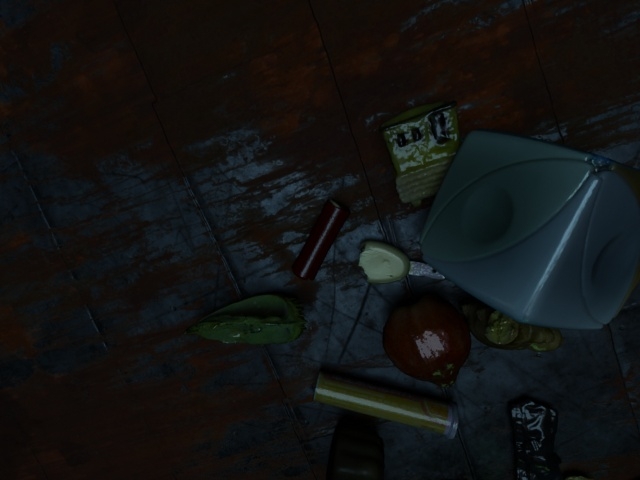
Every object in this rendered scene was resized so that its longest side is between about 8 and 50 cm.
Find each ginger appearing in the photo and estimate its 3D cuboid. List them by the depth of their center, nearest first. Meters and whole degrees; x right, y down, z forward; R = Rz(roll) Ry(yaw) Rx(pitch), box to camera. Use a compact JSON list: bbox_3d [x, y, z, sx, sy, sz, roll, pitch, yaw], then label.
[{"bbox_3d":[0.480,0.237,1.048,0.236,0.375,0.166,38,102,6],"label":"ginger"}]

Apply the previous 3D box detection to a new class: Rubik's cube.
[{"bbox_3d":[0.483,-0.029,0.940,0.352,0.351,0.347,8,109,-33],"label":"Rubik's cube"}]

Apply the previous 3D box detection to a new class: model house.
[{"bbox_3d":[0.270,-0.219,1.085,0.194,0.174,0.234,-18,110,10],"label":"model house"}]

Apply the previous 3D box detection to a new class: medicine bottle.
[{"bbox_3d":[0.191,0.494,1.276,0.427,0.108,0.108,12,104,4],"label":"medicine bottle"}]

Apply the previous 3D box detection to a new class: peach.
[{"bbox_3d":[0.297,0.284,1.151,0.233,0.232,0.256,-21,81,11],"label":"peach"}]

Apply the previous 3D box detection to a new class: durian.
[{"bbox_3d":[-0.214,0.258,1.226,0.395,0.198,0.163,-5,104,10],"label":"durian"}]

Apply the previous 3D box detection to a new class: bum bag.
[{"bbox_3d":[0.650,0.620,1.268,0.137,0.074,0.309,-7,100,12],"label":"bum bag"}]

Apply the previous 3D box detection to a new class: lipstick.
[{"bbox_3d":[0.000,0.000,1.200,0.080,0.080,0.241,28,106,0],"label":"lipstick"}]

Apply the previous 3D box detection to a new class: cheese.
[{"bbox_3d":[0.230,0.077,1.203,0.256,0.050,0.127,10,104,5],"label":"cheese"}]

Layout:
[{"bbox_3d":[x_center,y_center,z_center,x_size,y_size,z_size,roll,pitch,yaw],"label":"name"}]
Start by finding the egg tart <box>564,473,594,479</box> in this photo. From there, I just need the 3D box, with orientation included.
[{"bbox_3d":[0.792,0.758,1.297,0.105,0.039,0.105,2,103,7],"label":"egg tart"}]

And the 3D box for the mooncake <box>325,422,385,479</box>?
[{"bbox_3d":[0.101,0.704,1.245,0.162,0.290,0.290,8,104,3],"label":"mooncake"}]
